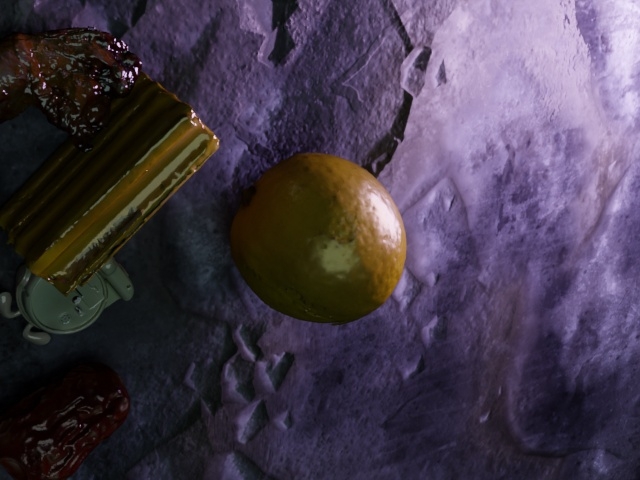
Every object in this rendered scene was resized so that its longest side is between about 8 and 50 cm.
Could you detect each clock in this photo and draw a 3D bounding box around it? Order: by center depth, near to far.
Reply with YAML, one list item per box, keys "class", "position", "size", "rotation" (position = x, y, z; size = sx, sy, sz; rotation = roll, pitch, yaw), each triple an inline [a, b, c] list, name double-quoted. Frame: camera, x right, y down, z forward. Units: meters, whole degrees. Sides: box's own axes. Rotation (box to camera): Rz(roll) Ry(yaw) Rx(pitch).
- class: "clock"
  position: [-0.407, 0.081, 1.447]
  size: [0.191, 0.062, 0.151]
  rotation: [-39, 127, -9]

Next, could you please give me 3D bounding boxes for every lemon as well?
- class: "lemon"
  position: [0.000, 0.001, 1.523]
  size: [0.297, 0.297, 0.297]
  rotation: [-13, 119, -26]

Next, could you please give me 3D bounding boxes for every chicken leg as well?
- class: "chicken leg"
  position: [-0.401, -0.201, 1.279]
  size: [0.322, 0.083, 0.178]
  rotation: [-14, 91, -27]

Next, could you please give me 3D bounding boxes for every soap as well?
- class: "soap"
  position: [-0.315, -0.085, 1.335]
  size: [0.324, 0.204, 0.096]
  rotation: [-46, 131, -4]

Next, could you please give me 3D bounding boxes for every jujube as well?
- class: "jujube"
  position: [-0.424, 0.300, 1.493]
  size: [0.230, 0.155, 0.155]
  rotation: [-36, 127, -24]
